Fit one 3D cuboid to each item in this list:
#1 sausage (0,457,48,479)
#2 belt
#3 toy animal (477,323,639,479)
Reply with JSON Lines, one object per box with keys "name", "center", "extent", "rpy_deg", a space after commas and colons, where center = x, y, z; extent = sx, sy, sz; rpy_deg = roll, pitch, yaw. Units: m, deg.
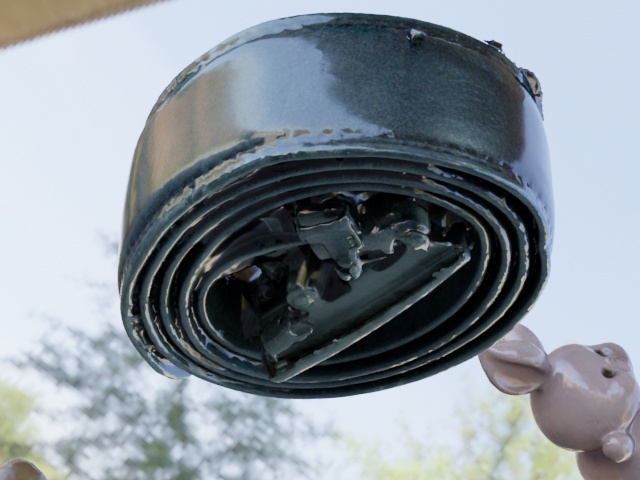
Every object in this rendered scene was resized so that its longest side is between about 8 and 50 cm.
{"name": "sausage", "center": [-0.351, 0.306, 1.310], "extent": [0.066, 0.301, 0.065], "rpy_deg": [26, -37, 22]}
{"name": "belt", "center": [0.000, 0.000, 0.762], "extent": [0.206, 0.116, 0.267], "rpy_deg": [17, -38, -24]}
{"name": "toy animal", "center": [0.228, 0.132, 1.283], "extent": [0.212, 0.124, 0.124], "rpy_deg": [47, -21, -24]}
